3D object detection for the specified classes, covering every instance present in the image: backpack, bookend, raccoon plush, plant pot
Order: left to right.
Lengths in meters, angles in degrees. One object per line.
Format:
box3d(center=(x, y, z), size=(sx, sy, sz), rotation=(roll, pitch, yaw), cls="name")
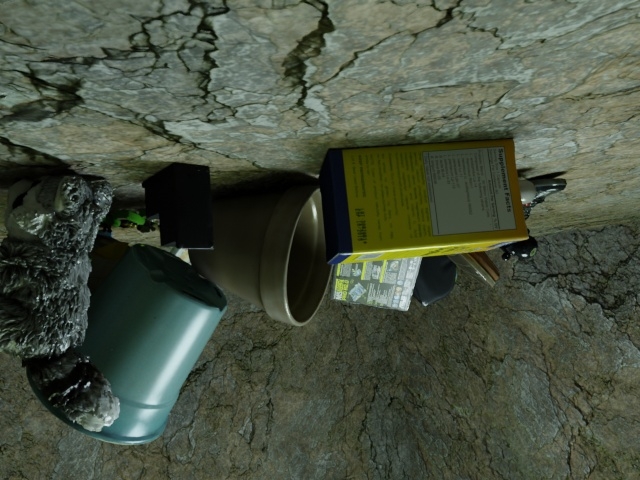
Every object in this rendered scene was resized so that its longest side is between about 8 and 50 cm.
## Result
box3d(center=(-0.437, 0.087, 0.938), size=(0.299, 0.446, 0.216), rotation=(-38, -160, -1), cls="raccoon plush")
box3d(center=(-0.407, 0.210, 1.142), size=(0.341, 0.334, 0.341), rotation=(35, -176, -3), cls="plant pot")
box3d(center=(-0.276, -0.051, 0.967), size=(0.072, 0.157, 0.156), rotation=(1, 170, -41), cls="bookend")
box3d(center=(-0.140, 0.013, 1.185), size=(0.280, 0.323, 0.323), rotation=(10, 179, 19), cls="plant pot")
box3d(center=(0.309, 0.027, 1.625), size=(0.273, 0.290, 0.355), rotation=(-18, -177, -14), cls="backpack")

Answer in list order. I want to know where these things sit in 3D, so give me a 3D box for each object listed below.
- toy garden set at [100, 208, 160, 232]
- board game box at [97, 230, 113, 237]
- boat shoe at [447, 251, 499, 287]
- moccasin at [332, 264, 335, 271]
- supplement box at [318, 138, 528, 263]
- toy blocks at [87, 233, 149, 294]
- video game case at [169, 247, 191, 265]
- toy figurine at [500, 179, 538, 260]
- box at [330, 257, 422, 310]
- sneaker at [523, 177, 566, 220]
box3d(center=(-0.461, -0.041, 1.356), size=(0.244, 0.049, 0.204), rotation=(-5, 173, 1), cls="toy garden set")
box3d(center=(-0.738, 0.043, 1.539), size=(0.211, 0.039, 0.160), rotation=(-4, 135, -13), cls="board game box")
box3d(center=(0.316, -0.024, 1.153), size=(0.104, 0.307, 0.111), rotation=(-47, -169, -6), cls="boat shoe")
box3d(center=(0.052, 0.037, 1.446), size=(0.342, 0.138, 0.117), rotation=(5, 157, 30), cls="moccasin")
box3d(center=(0.188, -0.069, 0.998), size=(0.356, 0.194, 0.195), rotation=(-4, 173, -6), cls="supplement box")
box3d(center=(-0.608, 0.041, 1.309), size=(0.261, 0.191, 0.381), rotation=(26, -179, 15), cls="toy blocks")
box3d(center=(-0.361, 0.030, 1.449), size=(0.227, 0.026, 0.206), rotation=(-51, 167, 13), cls="video game case")
box3d(center=(0.427, -0.051, 1.263), size=(0.209, 0.213, 0.148), rotation=(-2, -172, 0), cls="toy figurine")
box3d(center=(0.145, 0.058, 1.316), size=(0.216, 0.270, 0.060), rotation=(8, -141, 4), cls="box")
box3d(center=(0.557, -0.094, 1.358), size=(0.087, 0.130, 0.227), rotation=(-2, 170, -41), cls="sneaker")
